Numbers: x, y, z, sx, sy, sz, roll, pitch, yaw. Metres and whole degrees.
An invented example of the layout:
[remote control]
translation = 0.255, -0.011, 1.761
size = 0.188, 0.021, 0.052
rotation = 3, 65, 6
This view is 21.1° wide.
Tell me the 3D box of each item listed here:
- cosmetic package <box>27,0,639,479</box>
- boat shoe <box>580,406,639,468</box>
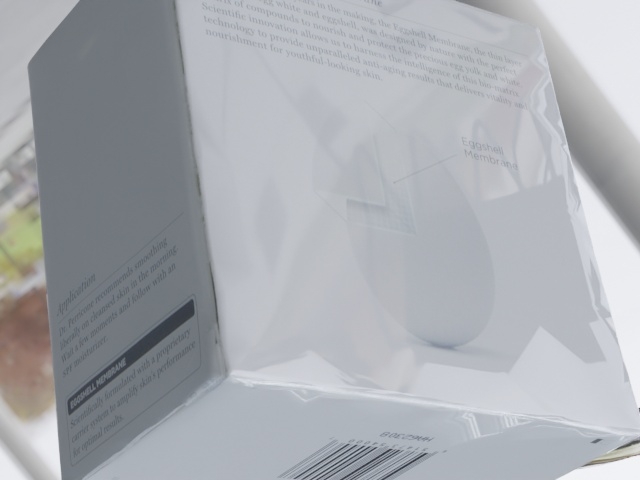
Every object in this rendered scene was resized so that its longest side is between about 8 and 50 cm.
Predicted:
[cosmetic package]
translation = 0.000, 0.000, 0.785
size = 0.224, 0.225, 0.138
rotation = 12, 147, -34
[boat shoe]
translation = 0.259, 0.163, 1.478
size = 0.152, 0.049, 0.056
rotation = -9, 172, -38
